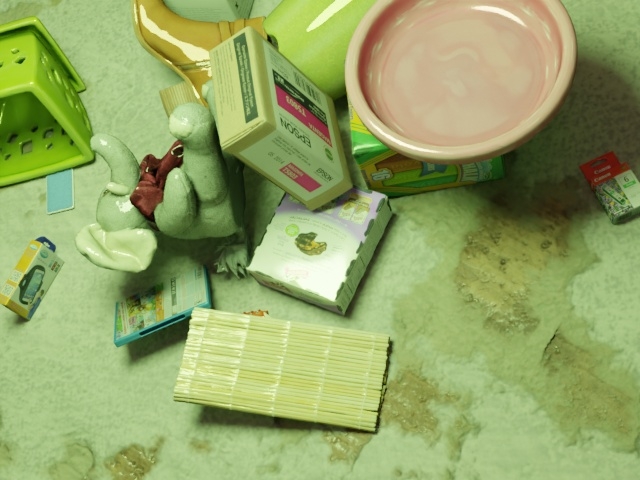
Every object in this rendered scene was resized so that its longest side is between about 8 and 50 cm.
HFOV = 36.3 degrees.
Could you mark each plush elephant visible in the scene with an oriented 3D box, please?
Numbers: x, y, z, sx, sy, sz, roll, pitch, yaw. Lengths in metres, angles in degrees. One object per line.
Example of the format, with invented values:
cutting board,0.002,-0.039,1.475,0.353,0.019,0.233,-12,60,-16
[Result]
plush elephant,-0.255,-0.086,1.557,0.255,0.330,0.272,-3,27,8

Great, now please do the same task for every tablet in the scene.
tablet,-0.473,-0.089,1.773,0.054,0.006,0.083,-13,63,9

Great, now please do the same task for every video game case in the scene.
video game case,-0.259,0.105,1.593,0.166,0.015,0.119,-23,31,4

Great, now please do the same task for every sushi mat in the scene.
sushi mat,-0.056,0.195,1.490,0.316,0.019,0.151,8,69,4

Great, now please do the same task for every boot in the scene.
boot,-0.202,-0.360,1.721,0.220,0.109,0.283,-19,89,10
boot,-0.125,0.137,1.556,0.158,0.059,0.085,31,74,16

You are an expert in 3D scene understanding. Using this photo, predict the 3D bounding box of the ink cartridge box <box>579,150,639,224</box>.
ink cartridge box,0.455,-0.088,1.514,0.063,0.029,0.115,-25,63,3

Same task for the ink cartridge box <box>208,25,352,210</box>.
ink cartridge box,-0.060,-0.183,1.497,0.088,0.234,0.193,-28,54,23

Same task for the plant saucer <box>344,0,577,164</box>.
plant saucer,0.204,-0.249,1.423,0.332,0.084,0.332,-6,65,13

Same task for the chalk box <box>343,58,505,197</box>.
chalk box,0.199,-0.197,1.547,0.289,0.180,0.179,-9,65,12

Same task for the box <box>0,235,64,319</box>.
box,-0.491,0.061,1.669,0.028,0.081,0.136,23,75,23

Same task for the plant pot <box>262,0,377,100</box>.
plant pot,0.052,-0.372,1.639,0.254,0.276,0.276,-36,62,11

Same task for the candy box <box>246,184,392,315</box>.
candy box,0.000,0.000,1.573,0.165,0.070,0.196,20,72,22

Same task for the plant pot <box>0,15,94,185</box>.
plant pot,-0.553,-0.258,1.754,0.228,0.227,0.207,-14,56,9

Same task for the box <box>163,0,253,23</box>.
box,-0.218,-0.496,1.824,0.182,0.119,0.181,8,69,18
